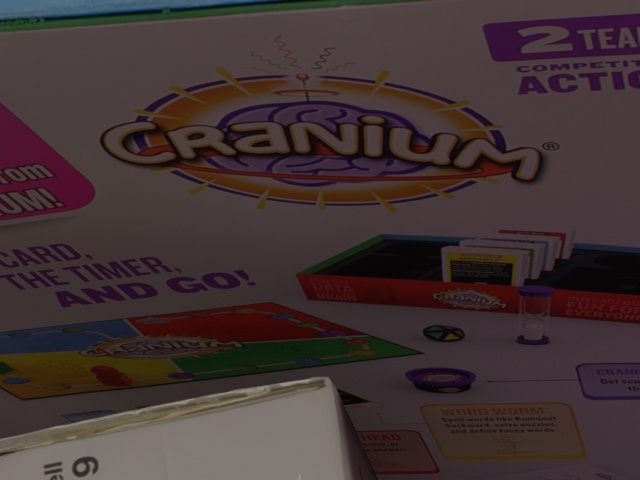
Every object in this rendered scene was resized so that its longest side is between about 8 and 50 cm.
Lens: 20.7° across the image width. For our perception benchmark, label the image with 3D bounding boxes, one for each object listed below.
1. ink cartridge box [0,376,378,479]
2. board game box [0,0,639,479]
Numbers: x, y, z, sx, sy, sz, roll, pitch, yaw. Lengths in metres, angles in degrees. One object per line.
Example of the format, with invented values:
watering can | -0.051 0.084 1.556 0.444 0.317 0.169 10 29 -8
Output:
ink cartridge box | -0.010 0.150 0.448 0.093 0.212 0.154 -14 60 6
board game box | 0.000 0.000 0.464 0.242 0.316 0.064 -2 63 14
